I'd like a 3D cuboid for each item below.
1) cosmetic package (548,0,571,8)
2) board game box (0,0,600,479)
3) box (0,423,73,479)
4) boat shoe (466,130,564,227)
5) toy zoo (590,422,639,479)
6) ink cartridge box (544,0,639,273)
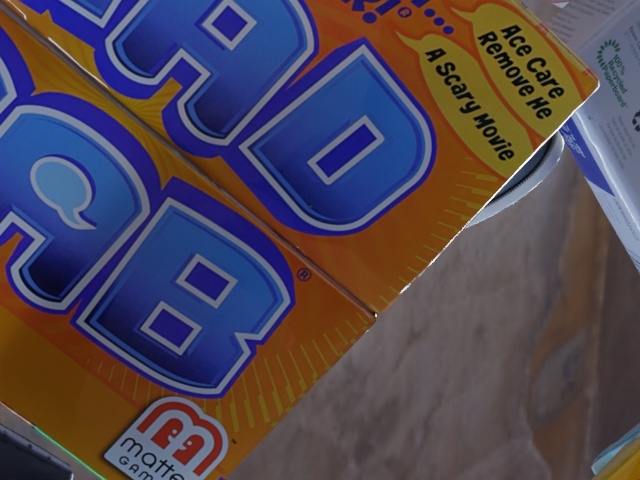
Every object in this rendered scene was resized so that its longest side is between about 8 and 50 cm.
[{"bbox_3d":[0.202,-0.283,1.222,0.153,0.129,0.296,-6,172,35],"label":"cosmetic package"},{"bbox_3d":[-0.108,-0.121,0.953,0.356,0.356,0.356,40,-168,-14],"label":"board game box"},{"bbox_3d":[-0.218,0.190,0.687,0.108,0.153,0.207,28,-137,-1],"label":"box"},{"bbox_3d":[0.033,-0.069,1.208,0.319,0.099,0.116,-6,-134,32],"label":"boat shoe"},{"bbox_3d":[0.169,0.050,0.499,0.192,0.293,0.030,-36,-96,-28],"label":"toy zoo"},{"bbox_3d":[0.347,-0.127,1.166,0.330,0.324,0.071,-41,-144,-6],"label":"ink cartridge box"}]
